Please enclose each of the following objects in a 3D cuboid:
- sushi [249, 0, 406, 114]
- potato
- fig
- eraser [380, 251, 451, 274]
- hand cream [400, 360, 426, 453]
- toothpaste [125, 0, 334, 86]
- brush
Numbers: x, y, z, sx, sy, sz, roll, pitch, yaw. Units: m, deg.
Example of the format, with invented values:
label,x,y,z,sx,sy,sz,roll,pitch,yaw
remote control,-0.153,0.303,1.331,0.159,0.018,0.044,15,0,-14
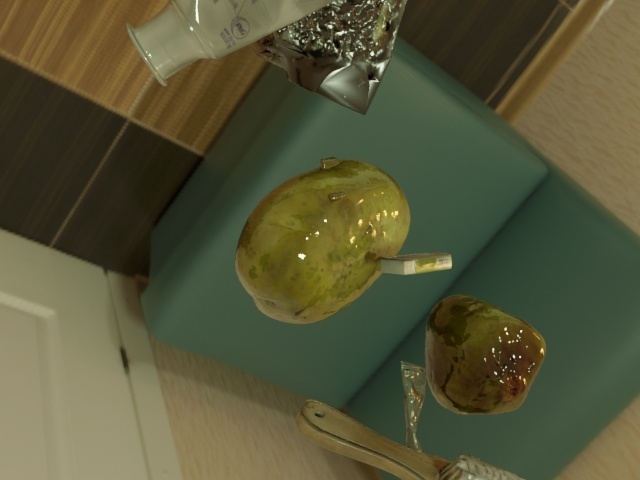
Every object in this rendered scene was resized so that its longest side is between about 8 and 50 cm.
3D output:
label,x,y,z,sx,sy,sz,roll,pitch,yaw
sushi,-0.002,-0.337,1.207,0.212,0.215,0.227,19,102,-25
potato,0.001,-0.002,1.002,0.228,0.148,0.197,-50,159,-21
fig,0.203,0.140,1.082,0.154,0.166,0.144,-41,149,21
eraser,0.107,0.026,0.943,0.083,0.038,0.019,-6,99,-44
hand cream,0.162,0.325,1.374,0.052,0.248,0.075,-3,163,15
toothpaste,-0.023,-0.209,0.657,0.266,0.061,0.096,-29,129,3
brush,0.127,0.265,1.008,0.327,0.070,0.065,26,123,-3
